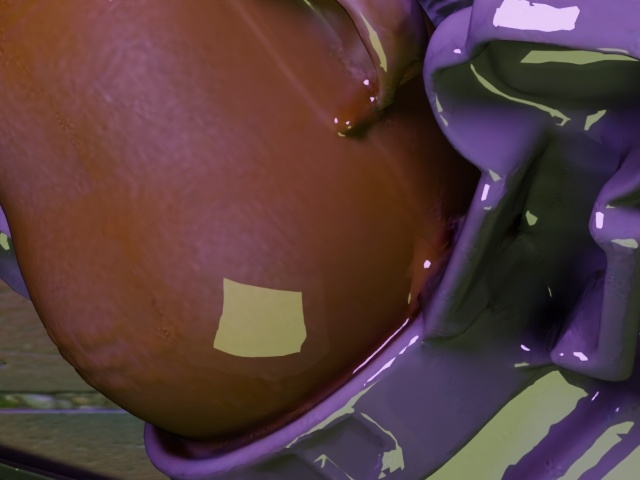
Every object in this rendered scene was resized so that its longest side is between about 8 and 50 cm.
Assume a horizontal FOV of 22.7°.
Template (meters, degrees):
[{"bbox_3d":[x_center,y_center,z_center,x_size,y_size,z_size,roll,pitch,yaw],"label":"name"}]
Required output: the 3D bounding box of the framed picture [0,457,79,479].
[{"bbox_3d":[-0.160,0.182,0.898,0.252,0.014,0.197,24,135,-35],"label":"framed picture"}]

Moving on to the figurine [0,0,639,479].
[{"bbox_3d":[0.000,0.001,0.496,0.342,0.167,0.285,-30,113,36],"label":"figurine"}]
